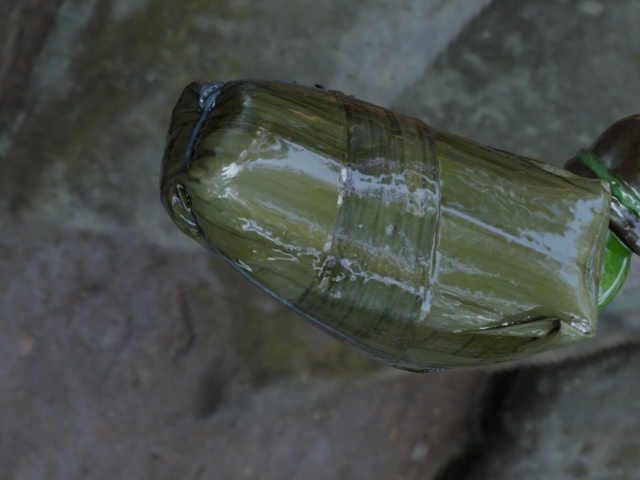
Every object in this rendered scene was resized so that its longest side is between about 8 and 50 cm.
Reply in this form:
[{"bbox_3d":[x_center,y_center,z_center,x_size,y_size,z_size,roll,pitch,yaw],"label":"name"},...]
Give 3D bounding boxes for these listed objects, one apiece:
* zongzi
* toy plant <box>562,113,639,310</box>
[{"bbox_3d":[0.000,0.000,0.955,0.242,0.221,0.112,-22,-131,63],"label":"zongzi"},{"bbox_3d":[0.192,-0.009,1.332,0.162,0.093,0.093,-45,156,10],"label":"toy plant"}]
